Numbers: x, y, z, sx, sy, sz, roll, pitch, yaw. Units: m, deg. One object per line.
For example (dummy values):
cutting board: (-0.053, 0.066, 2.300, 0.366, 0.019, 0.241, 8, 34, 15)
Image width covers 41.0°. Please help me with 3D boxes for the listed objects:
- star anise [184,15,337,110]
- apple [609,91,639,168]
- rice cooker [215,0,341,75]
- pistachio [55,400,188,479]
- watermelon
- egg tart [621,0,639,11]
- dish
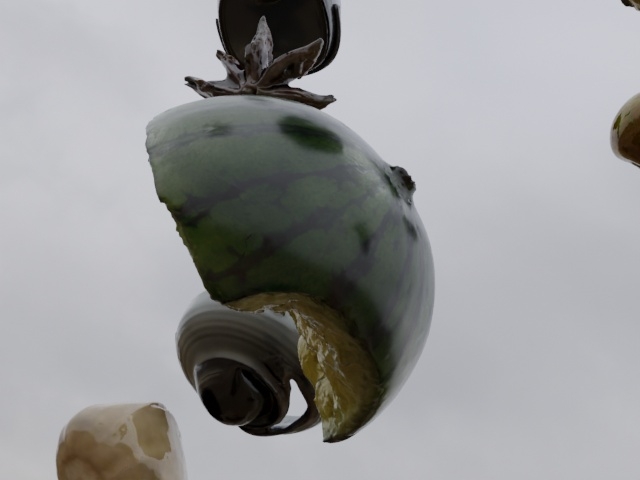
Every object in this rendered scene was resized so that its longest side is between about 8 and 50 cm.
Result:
star anise: (-0.105, -0.235, 1.402, 0.288, 0.288, 0.088, 8, -7, 18)
apple: (0.410, -0.128, 1.038, 0.114, 0.099, 0.102, 35, -76, -19)
rice cooker: (-0.080, -0.456, 1.689, 0.267, 0.224, 0.267, 1, -54, 2)
pistachio: (-0.291, 0.349, 1.300, 0.193, 0.214, 0.318, 34, -16, 18)
watermelon: (0.000, 0.000, 0.765, 0.190, 0.330, 0.330, -23, -40, 3)
egg tart: (0.625, -0.495, 1.543, 0.315, 0.314, 0.120, 27, -32, -14)
dish: (-0.111, 0.212, 1.259, 0.273, 0.133, 0.273, 15, -47, 17)
